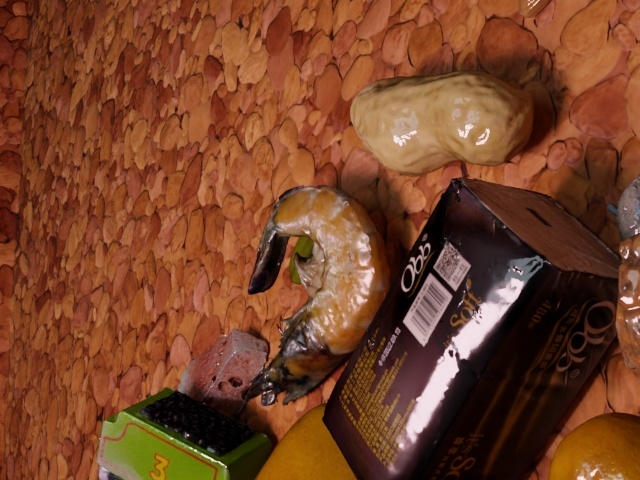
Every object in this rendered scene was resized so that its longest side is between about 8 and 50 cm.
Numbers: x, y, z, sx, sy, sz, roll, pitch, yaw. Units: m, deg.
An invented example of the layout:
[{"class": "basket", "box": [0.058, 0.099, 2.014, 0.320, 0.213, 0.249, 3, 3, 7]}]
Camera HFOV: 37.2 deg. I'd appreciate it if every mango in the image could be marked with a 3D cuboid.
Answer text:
[{"class": "mango", "box": [-0.013, 0.411, 1.295, 0.264, 0.221, 0.377, 11, 82, 61]}]

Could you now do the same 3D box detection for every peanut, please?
[{"class": "peanut", "box": [0.152, -0.152, 1.271, 0.319, 0.148, 0.147, 14, 93, 54]}]

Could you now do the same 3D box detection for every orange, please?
[{"class": "orange", "box": [0.299, 0.251, 0.951, 0.156, 0.124, 0.156, -26, 57, 49]}]

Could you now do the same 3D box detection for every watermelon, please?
[{"class": "watermelon", "box": [-0.178, 0.247, 1.716, 0.241, 0.095, 0.154, -51, 33, 34]}]

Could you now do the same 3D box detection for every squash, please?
[{"class": "squash", "box": [0.000, 0.000, 1.525, 0.201, 0.066, 0.066, -59, 38, 39]}]

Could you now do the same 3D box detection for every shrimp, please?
[{"class": "shrimp", "box": [-0.043, 0.099, 1.497, 0.272, 0.085, 0.445, 54, 132, 28]}]

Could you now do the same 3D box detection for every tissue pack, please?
[{"class": "tissue pack", "box": [0.175, 0.123, 1.103, 0.370, 0.198, 0.210, -63, 34, 23]}]

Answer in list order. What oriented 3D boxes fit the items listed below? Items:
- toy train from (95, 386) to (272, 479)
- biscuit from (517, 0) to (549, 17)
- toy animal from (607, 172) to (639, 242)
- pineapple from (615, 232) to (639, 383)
[{"class": "toy train", "box": [-0.244, 0.398, 1.608, 0.307, 0.173, 0.248, 21, 110, 24]}, {"class": "biscuit", "box": [0.307, -0.405, 1.207, 0.162, 0.035, 0.250, 44, 119, 57]}, {"class": "toy animal", "box": [0.350, 0.046, 0.971, 0.070, 0.079, 0.252, 126, 146, -67]}, {"class": "pineapple", "box": [0.429, 0.089, 0.757, 0.362, 0.202, 0.201, 22, 100, 44]}]
